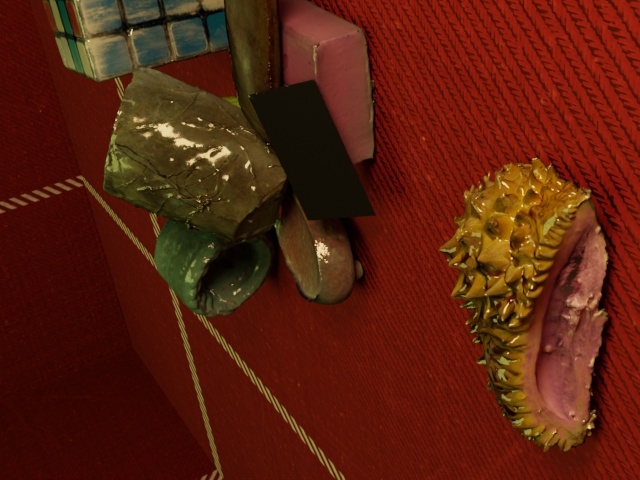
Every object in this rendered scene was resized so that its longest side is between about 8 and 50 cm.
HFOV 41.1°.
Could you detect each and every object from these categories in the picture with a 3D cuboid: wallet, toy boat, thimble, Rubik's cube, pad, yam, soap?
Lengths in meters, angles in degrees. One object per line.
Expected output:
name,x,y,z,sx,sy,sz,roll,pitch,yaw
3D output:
wallet,-0.089,-0.260,1.091,0.137,0.031,0.255,49,150,42
toy boat,0.000,0.000,1.309,0.227,0.085,0.155,-117,29,-42
thimble,-0.193,0.030,1.582,0.143,0.198,0.235,46,132,34
Rubik's cube,-0.296,-0.411,1.339,0.253,0.259,0.256,28,135,56
pad,-0.012,-0.108,1.077,0.127,0.004,0.190,-1,121,47
yam,-0.181,-0.113,1.278,0.202,0.271,0.201,118,168,-72
soap,-0.031,-0.226,1.138,0.259,0.081,0.181,43,147,46

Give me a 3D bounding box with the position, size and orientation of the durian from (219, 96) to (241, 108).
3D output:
durian,-0.144,-0.171,1.433,0.139,0.101,0.250,28,152,-1

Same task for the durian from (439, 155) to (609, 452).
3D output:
durian,0.191,0.069,0.870,0.191,0.112,0.341,38,145,48
